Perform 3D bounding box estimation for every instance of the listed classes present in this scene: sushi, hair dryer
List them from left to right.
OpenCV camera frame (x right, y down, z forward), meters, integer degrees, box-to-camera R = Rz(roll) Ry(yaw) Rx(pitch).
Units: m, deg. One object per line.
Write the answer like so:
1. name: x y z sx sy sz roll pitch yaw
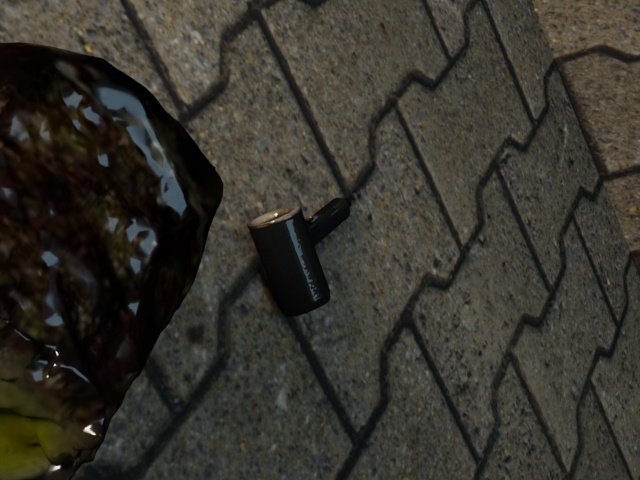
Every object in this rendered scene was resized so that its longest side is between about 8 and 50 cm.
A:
1. sushi: -0.258 0.035 0.854 0.281 0.299 0.294 34 45 -17
2. hair dryer: 0.000 0.000 1.475 0.255 0.070 0.128 -36 110 -60
